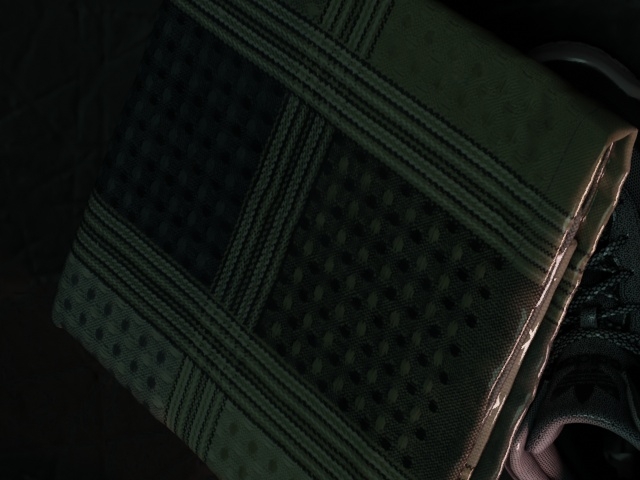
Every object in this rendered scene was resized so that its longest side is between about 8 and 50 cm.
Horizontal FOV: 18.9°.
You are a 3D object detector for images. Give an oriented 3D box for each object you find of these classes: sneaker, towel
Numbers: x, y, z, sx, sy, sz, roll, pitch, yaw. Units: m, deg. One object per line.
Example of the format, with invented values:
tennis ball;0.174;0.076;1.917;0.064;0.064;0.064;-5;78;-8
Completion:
sneaker;0.145;0.037;0.999;0.101;0.153;0.269;-8;107;21
towel;0.000;0.000;1.024;0.324;0.056;0.312;40;118;35
